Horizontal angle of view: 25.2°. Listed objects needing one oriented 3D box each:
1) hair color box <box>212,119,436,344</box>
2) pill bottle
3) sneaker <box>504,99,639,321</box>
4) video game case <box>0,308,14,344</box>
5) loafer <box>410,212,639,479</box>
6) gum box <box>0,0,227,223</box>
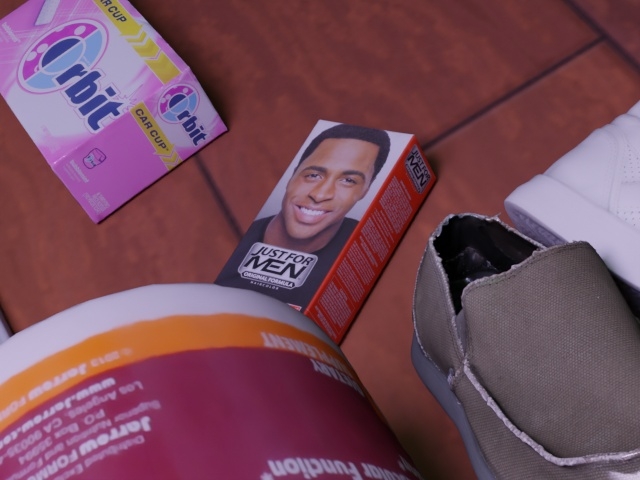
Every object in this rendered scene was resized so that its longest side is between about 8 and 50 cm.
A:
[{"bbox_3d":[0.000,0.000,0.812,0.072,0.043,0.141,12,58,36],"label":"hair color box"},{"bbox_3d":[-0.012,0.214,0.507,0.224,0.224,0.392,-33,45,-1],"label":"pill bottle"},{"bbox_3d":[0.232,-0.001,0.647,0.169,0.108,0.292,-42,44,-6],"label":"sneaker"},{"bbox_3d":[-0.272,0.099,0.884,0.183,0.023,0.201,-35,46,-4],"label":"video game case"},{"bbox_3d":[0.095,0.050,0.627,0.094,0.087,0.251,-16,20,-15],"label":"loafer"},{"bbox_3d":[-0.157,-0.108,0.972,0.107,0.062,0.188,-36,45,-5],"label":"gum box"}]
